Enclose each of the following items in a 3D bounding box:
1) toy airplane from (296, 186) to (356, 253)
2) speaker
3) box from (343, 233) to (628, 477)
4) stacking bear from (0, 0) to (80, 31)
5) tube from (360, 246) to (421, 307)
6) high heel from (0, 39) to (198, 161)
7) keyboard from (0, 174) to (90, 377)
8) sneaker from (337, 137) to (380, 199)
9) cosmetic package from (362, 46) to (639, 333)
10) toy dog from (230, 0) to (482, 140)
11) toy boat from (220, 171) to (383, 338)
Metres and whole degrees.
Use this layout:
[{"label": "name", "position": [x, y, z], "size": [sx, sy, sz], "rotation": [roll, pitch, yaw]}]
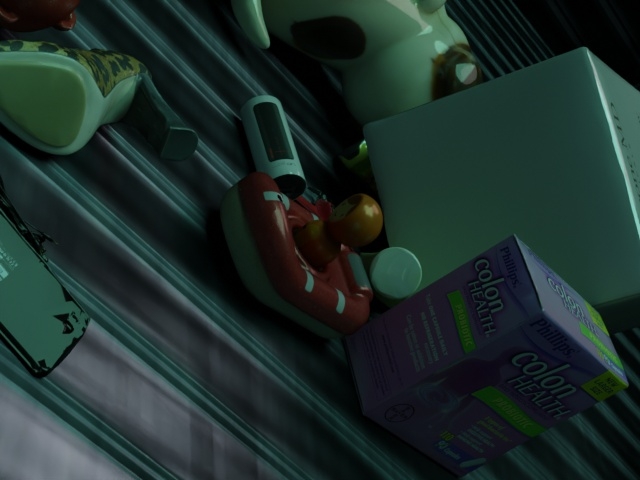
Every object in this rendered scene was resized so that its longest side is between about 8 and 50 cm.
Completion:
[{"label": "toy airplane", "position": [0.010, -0.014, 1.696], "size": [0.151, 0.028, 0.151], "rotation": [48, 21, -26]}, {"label": "speaker", "position": [-0.058, -0.111, 1.648], "size": [0.055, 0.055, 0.136], "rotation": [34, 30, -46]}, {"label": "box", "position": [0.192, 0.141, 1.568], "size": [0.213, 0.243, 0.117], "rotation": [38, 27, -42]}, {"label": "stacking bear", "position": [-0.302, -0.338, 1.287], "size": [0.175, 0.164, 0.289], "rotation": [2, 68, -63]}, {"label": "tube", "position": [0.082, 0.048, 1.663], "size": [0.240, 0.062, 0.070], "rotation": [121, -22, -86]}, {"label": "high heel", "position": [-0.256, -0.156, 1.273], "size": [0.261, 0.093, 0.186], "rotation": [18, 19, -42]}, {"label": "keyboard", "position": [-0.257, 0.013, 1.057], "size": [0.192, 0.038, 0.100], "rotation": [53, 43, -12]}, {"label": "sneaker", "position": [0.100, -0.094, 1.952], "size": [0.208, 0.081, 0.094], "rotation": [17, 50, -58]}, {"label": "cosmetic package", "position": [0.308, -0.028, 1.874], "size": [0.393, 0.327, 0.329], "rotation": [11, 63, -64]}, {"label": "toy dog", "position": [0.074, -0.329, 1.971], "size": [0.408, 0.284, 0.395], "rotation": [50, 34, -18]}, {"label": "toy boat", "position": [0.000, 0.000, 1.471], "size": [0.231, 0.151, 0.151], "rotation": [33, 30, -48]}]
